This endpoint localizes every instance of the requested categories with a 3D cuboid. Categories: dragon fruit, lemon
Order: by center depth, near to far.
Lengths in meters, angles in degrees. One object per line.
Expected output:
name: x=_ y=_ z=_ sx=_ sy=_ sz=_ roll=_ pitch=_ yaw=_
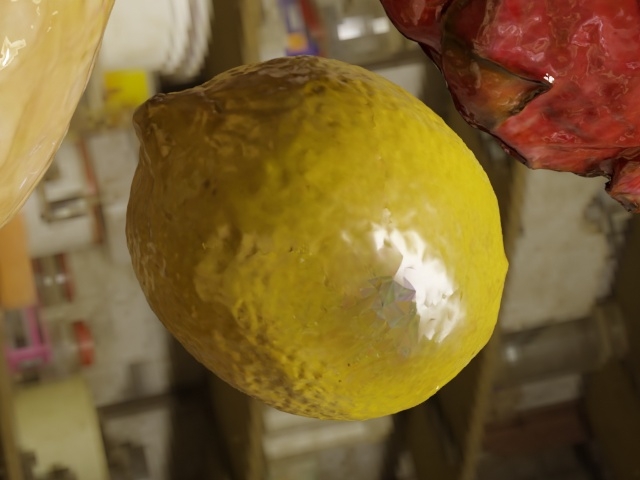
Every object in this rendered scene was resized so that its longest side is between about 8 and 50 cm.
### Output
dragon fruit: x=0.186 y=-0.092 z=0.771 sx=0.205 sy=0.317 sz=0.152 roll=-4 pitch=-85 yaw=45
lemon: x=0.000 y=0.000 z=1.025 sx=0.188 sy=0.257 sz=0.188 roll=-34 pitch=-142 yaw=31

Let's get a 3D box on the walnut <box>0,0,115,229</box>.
walnut: x=-0.160 y=-0.087 z=0.574 sx=0.195 sy=0.195 sz=0.221 roll=-125 pitch=-133 yaw=-60
